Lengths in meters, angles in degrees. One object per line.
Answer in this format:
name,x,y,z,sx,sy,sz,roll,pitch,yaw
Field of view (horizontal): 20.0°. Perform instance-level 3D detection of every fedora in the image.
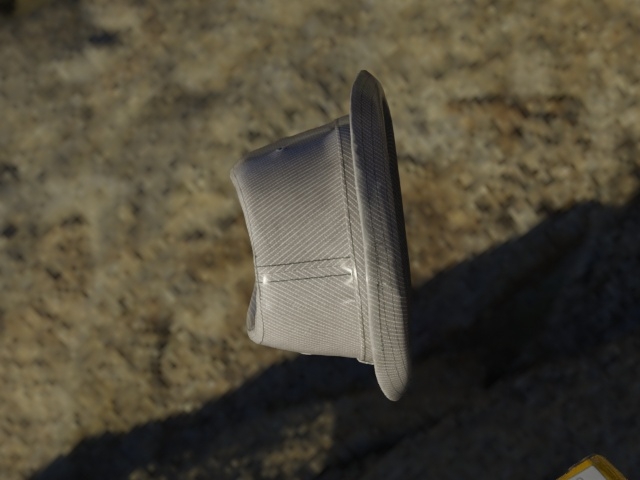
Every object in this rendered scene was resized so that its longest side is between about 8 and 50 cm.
fedora,0.000,0.000,1.349,0.124,0.244,0.275,-6,17,4

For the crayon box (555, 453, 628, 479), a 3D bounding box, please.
crayon box,0.123,0.251,0.743,0.203,0.083,0.323,-29,36,-9
